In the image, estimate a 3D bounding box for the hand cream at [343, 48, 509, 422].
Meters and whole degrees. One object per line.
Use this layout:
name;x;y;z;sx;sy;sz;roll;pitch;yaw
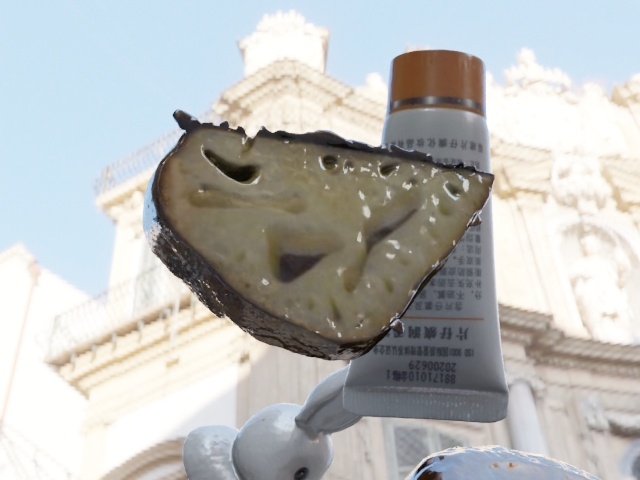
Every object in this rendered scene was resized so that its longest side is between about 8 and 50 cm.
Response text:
hand cream;0.100;-0.003;1.000;0.139;0.314;0.089;4;-12;13

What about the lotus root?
lotus root;0.000;0.000;0.844;0.260;0.170;0.074;13;-27;-18

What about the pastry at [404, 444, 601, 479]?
pastry;0.198;0.309;0.993;0.356;0.356;0.164;20;-72;-18

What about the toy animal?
toy animal;-0.011;0.194;1.121;0.220;0.131;0.103;-30;-26;22
